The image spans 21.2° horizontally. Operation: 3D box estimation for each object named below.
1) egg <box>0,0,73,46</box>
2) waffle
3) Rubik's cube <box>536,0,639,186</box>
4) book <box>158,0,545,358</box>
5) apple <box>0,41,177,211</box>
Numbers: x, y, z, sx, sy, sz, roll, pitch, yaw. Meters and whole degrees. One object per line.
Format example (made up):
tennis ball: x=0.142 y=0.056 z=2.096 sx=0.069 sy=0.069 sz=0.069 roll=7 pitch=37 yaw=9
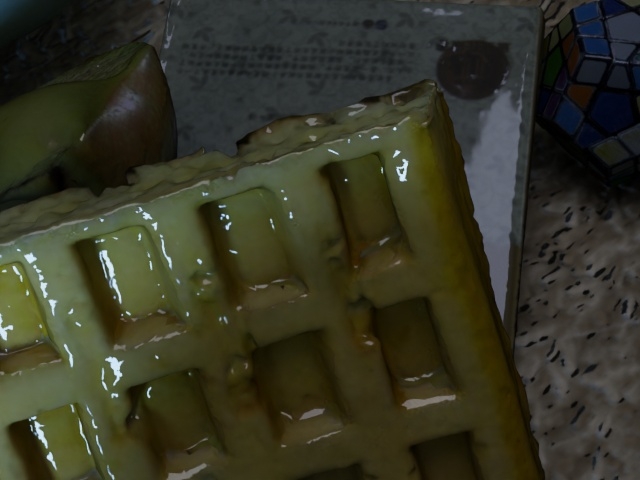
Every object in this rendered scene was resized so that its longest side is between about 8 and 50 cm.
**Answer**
egg: x=-0.282 y=-0.257 z=1.032 sx=0.389 sy=0.276 sz=0.276 roll=32 pitch=59 yaw=29
waffle: x=-0.035 y=0.069 z=0.747 sx=0.247 sy=0.221 sz=0.055 roll=-18 pitch=21 yaw=0
Rubik's cube: x=0.170 y=-0.084 z=0.955 sx=0.111 sy=0.111 sz=0.093 roll=-19 pitch=75 yaw=-11
book: x=0.000 y=0.000 z=0.905 sx=0.216 sy=0.021 sz=0.310 roll=4 pitch=61 yaw=9
apple: x=-0.156 y=-0.010 z=0.880 sx=0.265 sy=0.120 sz=0.193 roll=-24 pitch=23 yaw=35
